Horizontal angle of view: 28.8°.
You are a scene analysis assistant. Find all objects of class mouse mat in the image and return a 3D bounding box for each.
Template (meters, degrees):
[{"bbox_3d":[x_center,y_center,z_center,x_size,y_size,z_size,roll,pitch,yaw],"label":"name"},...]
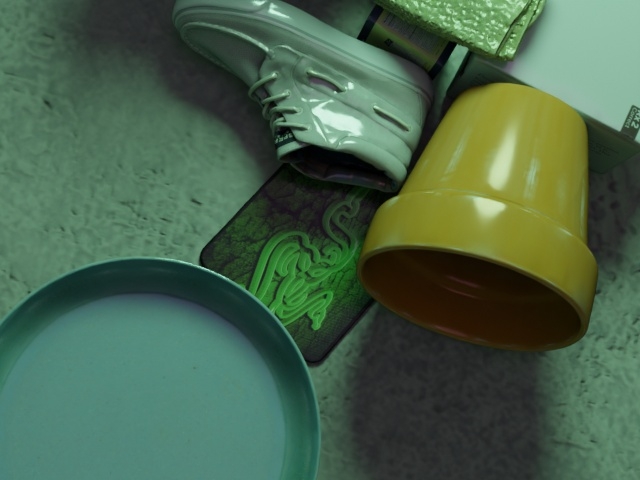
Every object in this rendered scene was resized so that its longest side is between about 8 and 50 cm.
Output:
[{"bbox_3d":[0.000,0.000,1.173,0.152,0.007,0.190,42,78,0],"label":"mouse mat"}]

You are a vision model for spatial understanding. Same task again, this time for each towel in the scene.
[{"bbox_3d":[0.128,-0.227,1.113,0.148,0.027,0.110,28,80,18],"label":"towel"}]

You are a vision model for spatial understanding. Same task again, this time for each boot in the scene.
[{"bbox_3d":[-0.026,-0.134,1.140,0.258,0.095,0.123,19,66,-5],"label":"boot"}]

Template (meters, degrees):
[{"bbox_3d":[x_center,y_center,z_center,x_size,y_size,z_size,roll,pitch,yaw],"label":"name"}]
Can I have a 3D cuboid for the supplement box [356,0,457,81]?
[{"bbox_3d":[0.085,-0.195,1.178,0.083,0.083,0.056,33,77,-2],"label":"supplement box"}]

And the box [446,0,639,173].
[{"bbox_3d":[0.244,-0.188,1.181,0.182,0.119,0.181,27,77,-3],"label":"box"}]

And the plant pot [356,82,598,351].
[{"bbox_3d":[0.155,-0.028,1.108,0.205,0.205,0.188,20,68,-4],"label":"plant pot"}]

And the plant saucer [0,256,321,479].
[{"bbox_3d":[-0.159,0.174,1.102,0.317,0.044,0.318,1,80,-8],"label":"plant saucer"}]
